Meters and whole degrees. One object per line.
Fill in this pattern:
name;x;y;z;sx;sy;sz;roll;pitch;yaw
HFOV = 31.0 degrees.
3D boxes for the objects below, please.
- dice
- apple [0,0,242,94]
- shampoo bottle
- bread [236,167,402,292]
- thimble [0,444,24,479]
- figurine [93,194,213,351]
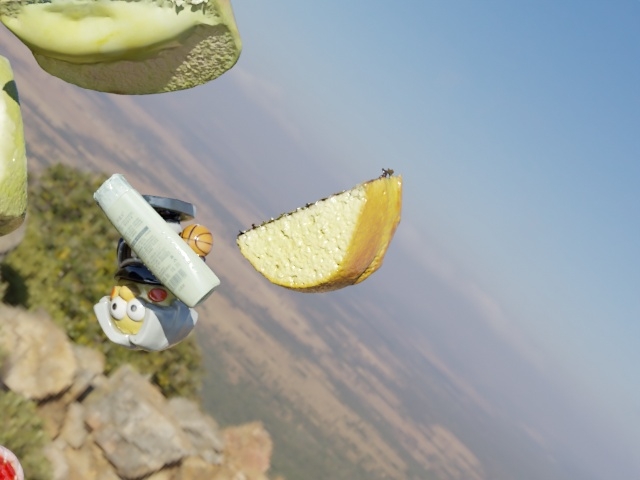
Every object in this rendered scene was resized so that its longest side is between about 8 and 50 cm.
dice;-0.518;-0.118;1.519;0.227;0.238;0.233;153;-71;-69
apple;-0.225;-0.260;1.375;0.193;0.264;0.120;76;12;-56
shampoo bottle;-0.229;0.001;1.604;0.212;0.072;0.049;50;37;6
bread;0.008;0.006;1.621;0.129;0.260;0.134;-13;80;-65
thimble;-0.536;0.368;1.682;0.125;0.189;0.163;4;-46;44
figurine;-0.255;0.056;1.797;0.176;0.236;0.133;4;-10;30
